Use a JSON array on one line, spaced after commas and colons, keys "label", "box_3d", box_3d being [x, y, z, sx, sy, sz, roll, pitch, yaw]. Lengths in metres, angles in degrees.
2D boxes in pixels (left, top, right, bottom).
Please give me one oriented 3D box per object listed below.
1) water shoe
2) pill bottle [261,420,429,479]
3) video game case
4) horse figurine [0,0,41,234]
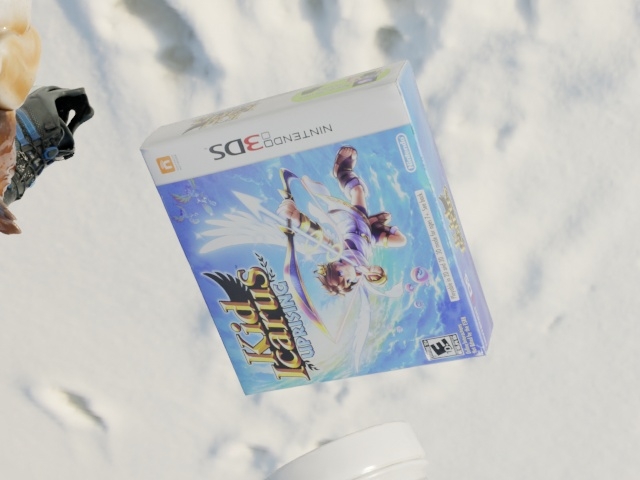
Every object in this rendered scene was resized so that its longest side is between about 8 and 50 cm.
[{"label": "water shoe", "box_3d": [-0.294, -0.099, 1.090, 0.080, 0.203, 0.073, -6, 130, 17]}, {"label": "pill bottle", "box_3d": [0.072, 0.290, 0.698, 0.181, 0.323, 0.181, -22, 159, -9]}, {"label": "video game case", "box_3d": [0.000, 0.000, 0.964, 0.244, 0.061, 0.270, -12, 113, 22]}, {"label": "horse figurine", "box_3d": [-0.205, -0.141, 0.635, 0.066, 0.174, 0.263, 1, 107, 4]}]
